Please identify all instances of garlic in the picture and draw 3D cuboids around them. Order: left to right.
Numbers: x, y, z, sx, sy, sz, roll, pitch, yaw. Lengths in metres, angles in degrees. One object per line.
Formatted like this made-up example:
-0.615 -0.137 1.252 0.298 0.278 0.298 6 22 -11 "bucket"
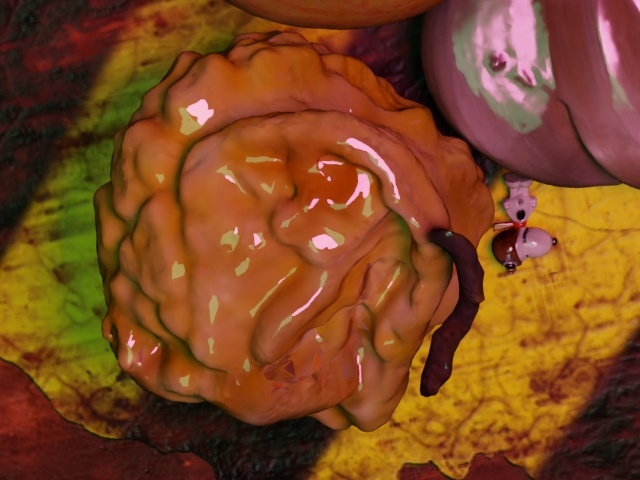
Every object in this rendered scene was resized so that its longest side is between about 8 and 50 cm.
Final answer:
0.218 -0.161 1.524 0.279 0.132 0.325 -10 110 22 "garlic"

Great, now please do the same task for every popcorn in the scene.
0.000 0.000 1.492 0.349 0.381 0.349 -7 103 -35 "popcorn"

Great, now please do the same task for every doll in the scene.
0.173 -0.015 1.638 0.058 0.040 0.085 -23 110 2 "doll"

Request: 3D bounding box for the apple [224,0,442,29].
0.016 -0.289 1.450 0.264 0.264 0.264 3 110 7 "apple"
